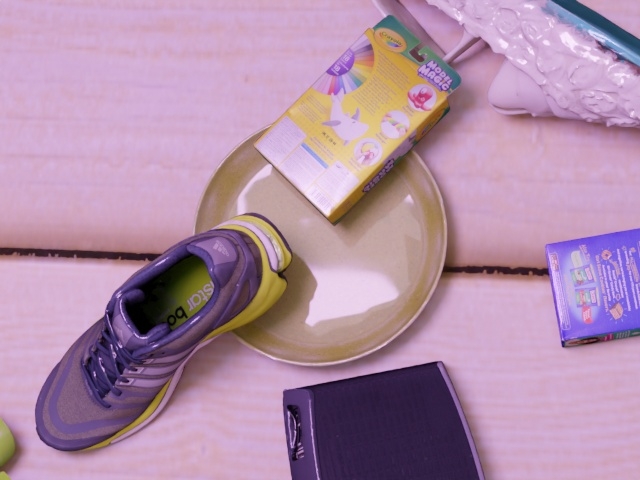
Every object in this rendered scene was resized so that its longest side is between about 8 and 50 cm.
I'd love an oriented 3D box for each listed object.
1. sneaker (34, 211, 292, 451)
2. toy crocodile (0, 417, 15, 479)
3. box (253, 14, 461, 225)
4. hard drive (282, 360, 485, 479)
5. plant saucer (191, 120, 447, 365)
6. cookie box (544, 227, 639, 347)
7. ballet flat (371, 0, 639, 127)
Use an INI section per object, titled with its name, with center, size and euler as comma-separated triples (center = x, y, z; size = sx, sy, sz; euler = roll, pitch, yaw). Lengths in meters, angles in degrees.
[sneaker]
center = -0.165, 0.084, 1.284
size = 0.300, 0.121, 0.111
euler = -45, 72, 18
[toy crocodile]
center = -0.402, 0.188, 1.337
size = 0.340, 0.105, 0.115
euler = 30, 43, 15
[box]
center = 0.037, -0.113, 1.316
size = 0.179, 0.043, 0.105
euler = -45, 74, 0
[hard drive]
center = 0.070, 0.236, 1.243
size = 0.172, 0.054, 0.255
euler = -9, 75, -14
[plant saucer]
center = 0.000, 0.000, 1.338
size = 0.240, 0.037, 0.241
euler = -2, 78, 10
[cookie box]
center = 0.262, 0.042, 1.283
size = 0.107, 0.040, 0.092
euler = -10, 76, 8
[ballet flat]
center = 0.166, -0.200, 1.324
size = 0.409, 0.147, 0.147
euler = 40, 87, 18
